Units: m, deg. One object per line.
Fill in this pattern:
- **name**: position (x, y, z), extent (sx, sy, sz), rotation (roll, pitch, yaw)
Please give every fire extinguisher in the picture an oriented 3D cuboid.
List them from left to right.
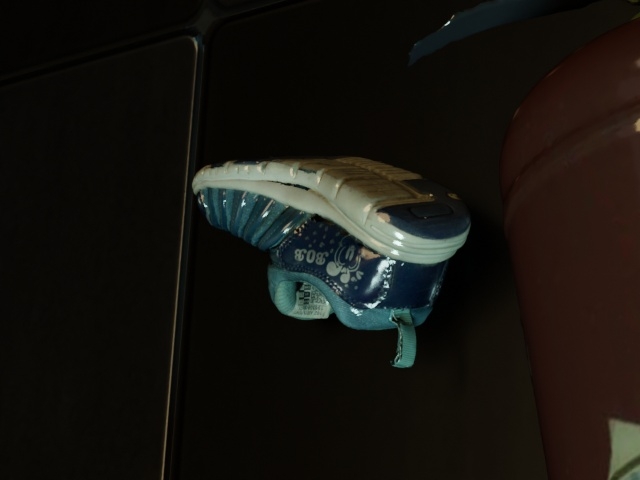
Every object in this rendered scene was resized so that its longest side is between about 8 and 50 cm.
- **fire extinguisher**: position (0.101, 0.051, 0.361), extent (0.135, 0.114, 0.337), rotation (-6, 66, 1)

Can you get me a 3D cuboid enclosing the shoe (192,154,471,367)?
- **shoe**: position (0.000, 0.000, 0.631), extent (0.143, 0.064, 0.071), rotation (21, 107, 46)
